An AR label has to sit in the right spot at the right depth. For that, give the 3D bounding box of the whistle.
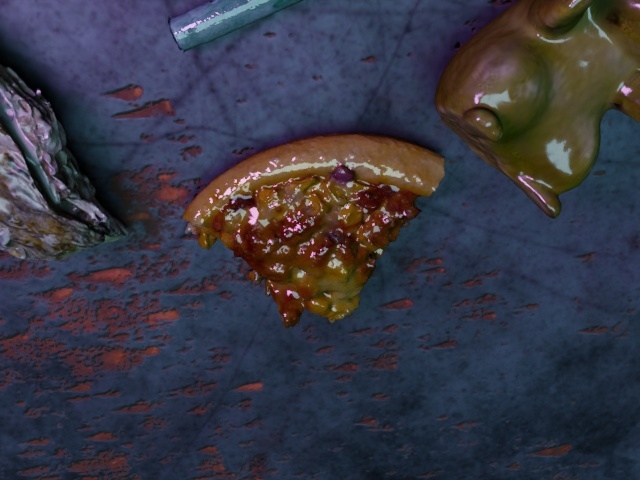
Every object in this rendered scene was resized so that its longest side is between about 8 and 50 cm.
[{"bbox_3d":[-0.055,-0.233,0.845,0.186,0.039,0.039,-22,119,8],"label":"whistle"}]

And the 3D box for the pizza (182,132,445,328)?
[{"bbox_3d":[0.000,0.000,0.956,0.289,0.081,0.229,-10,120,-1],"label":"pizza"}]

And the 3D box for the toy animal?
[{"bbox_3d":[0.268,-0.198,0.807,0.181,0.180,0.363,37,112,-29],"label":"toy animal"}]

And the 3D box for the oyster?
[{"bbox_3d":[-0.325,-0.088,0.859,0.162,0.158,0.351,-5,141,49],"label":"oyster"}]
